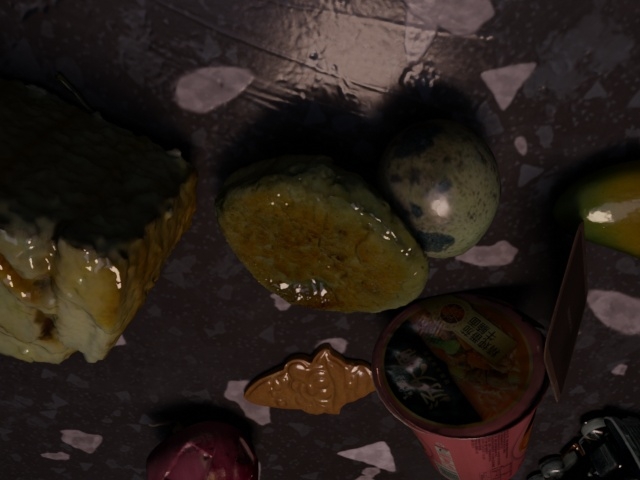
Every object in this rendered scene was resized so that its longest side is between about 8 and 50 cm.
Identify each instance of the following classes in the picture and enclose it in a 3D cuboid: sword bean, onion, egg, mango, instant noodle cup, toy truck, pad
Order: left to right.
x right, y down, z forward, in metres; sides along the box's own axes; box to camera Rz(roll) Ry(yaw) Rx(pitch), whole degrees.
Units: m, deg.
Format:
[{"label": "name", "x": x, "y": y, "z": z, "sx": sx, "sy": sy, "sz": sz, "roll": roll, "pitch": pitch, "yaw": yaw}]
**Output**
[{"label": "sword bean", "x": -0.281, "y": -0.161, "z": 0.647, "sx": 0.012, "sy": 0.012, "sz": 0.083, "roll": -24, "pitch": 121, "yaw": 17}, {"label": "onion", "x": -0.196, "y": 0.410, "z": 0.967, "sx": 0.201, "sy": 0.200, "sz": 0.207, "roll": -8, "pitch": 113, "yaw": 6}, {"label": "egg", "x": 0.138, "y": -0.054, "z": 0.641, "sx": 0.141, "sy": 0.141, "sz": 0.181, "roll": -13, "pitch": 131, "yaw": 10}, {"label": "instant noodle cup", "x": 0.218, "y": 0.241, "z": 0.822, "sx": 0.244, "sy": 0.243, "sz": 0.255, "roll": -13, "pitch": 133, "yaw": 10}, {"label": "pad", "x": 0.319, "y": 0.102, "z": 0.703, "sx": 0.002, "sy": 0.176, "sz": 0.266, "roll": 13, "pitch": 160, "yaw": 32}, {"label": "toy truck", "x": 0.538, "y": 0.440, "z": 1.005, "sx": 0.185, "sy": 0.133, "sz": 0.338, "roll": 7, "pitch": 129, "yaw": -17}, {"label": "mango", "x": 0.418, "y": -0.038, "z": 0.681, "sx": 0.238, "sy": 0.091, "sz": 0.137, "roll": 16, "pitch": 120, "yaw": -10}]

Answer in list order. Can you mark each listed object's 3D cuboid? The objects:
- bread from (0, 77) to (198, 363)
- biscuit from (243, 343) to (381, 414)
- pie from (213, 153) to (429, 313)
[{"label": "bread", "x": -0.365, "y": -0.020, "z": 0.610, "sx": 0.396, "sy": 0.239, "sz": 0.264, "roll": 21, "pitch": 127, "yaw": -8}, {"label": "biscuit", "x": -0.012, "y": 0.245, "z": 0.931, "sx": 0.250, "sy": 0.035, "sz": 0.162, "roll": -12, "pitch": 121, "yaw": 11}, {"label": "pie", "x": 0.000, "y": 0.000, "z": 0.670, "sx": 0.277, "sy": 0.078, "sz": 0.277, "roll": 17, "pitch": 145, "yaw": 12}]
